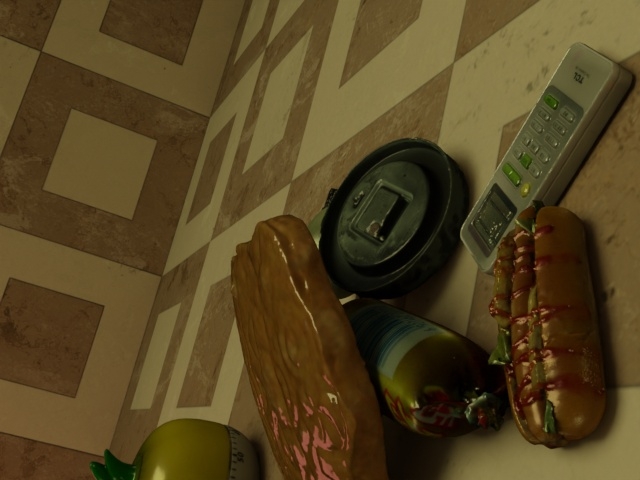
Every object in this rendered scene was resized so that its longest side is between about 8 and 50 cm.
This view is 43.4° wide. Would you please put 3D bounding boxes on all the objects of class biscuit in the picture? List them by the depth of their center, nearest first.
[{"bbox_3d":[-0.030,0.177,0.961,0.365,0.062,0.385,136,116,-67],"label":"biscuit"}]

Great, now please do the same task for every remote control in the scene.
[{"bbox_3d":[0.231,-0.082,0.851,0.250,0.034,0.103,-63,20,23],"label":"remote control"}]

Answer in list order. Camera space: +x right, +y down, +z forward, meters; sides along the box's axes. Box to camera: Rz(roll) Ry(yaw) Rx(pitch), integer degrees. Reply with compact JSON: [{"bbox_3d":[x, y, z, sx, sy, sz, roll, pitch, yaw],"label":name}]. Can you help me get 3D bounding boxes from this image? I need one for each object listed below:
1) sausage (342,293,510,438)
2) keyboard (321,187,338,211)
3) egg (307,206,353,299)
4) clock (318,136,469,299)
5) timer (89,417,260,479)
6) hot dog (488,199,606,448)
[{"bbox_3d":[0.107,0.144,0.852,0.117,0.125,0.317,-67,21,-2],"label":"sausage"},{"bbox_3d":[-0.002,-0.001,1.451,0.196,0.015,0.074,-71,19,0],"label":"keyboard"},{"bbox_3d":[0.027,0.014,1.200,0.114,0.114,0.152,-26,47,64],"label":"egg"},{"bbox_3d":[0.093,-0.028,1.058,0.226,0.049,0.226,-30,44,34],"label":"clock"},{"bbox_3d":[-0.265,0.423,1.365,0.285,0.285,0.285,-55,24,39],"label":"timer"},{"bbox_3d":[0.198,0.065,0.733,0.104,0.076,0.250,132,149,-50],"label":"hot dog"}]
